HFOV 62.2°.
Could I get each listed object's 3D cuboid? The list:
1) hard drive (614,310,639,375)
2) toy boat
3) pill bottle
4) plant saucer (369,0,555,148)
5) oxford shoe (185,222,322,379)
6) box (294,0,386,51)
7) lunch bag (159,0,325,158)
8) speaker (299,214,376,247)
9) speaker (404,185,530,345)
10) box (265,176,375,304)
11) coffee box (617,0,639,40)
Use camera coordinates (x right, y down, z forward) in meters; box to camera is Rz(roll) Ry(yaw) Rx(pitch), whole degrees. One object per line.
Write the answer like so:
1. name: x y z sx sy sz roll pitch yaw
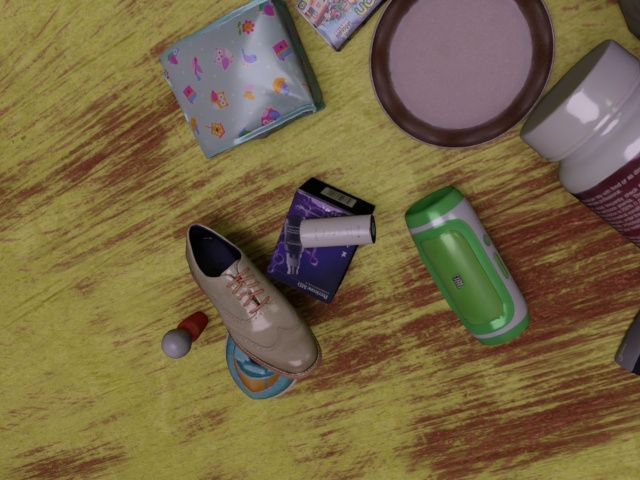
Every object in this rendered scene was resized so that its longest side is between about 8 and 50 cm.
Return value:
1. hard drive: 0.683 0.163 0.974 0.171 0.054 0.255 22 114 8
2. toy boat: -0.195 0.246 1.212 0.318 0.148 0.268 11 112 12
3. pill bottle: 0.528 -0.113 0.826 0.392 0.224 0.224 38 115 0
4. plant saucer: 0.241 -0.320 0.931 0.310 0.050 0.311 5 112 14
5. oxford shoe: -0.155 0.120 1.077 0.397 0.140 0.147 40 160 22
6. box: 0.064 -0.454 0.941 0.114 0.036 0.207 46 115 -4
7. lunch bag: -0.152 -0.296 0.997 0.262 0.160 0.224 -20 103 16
8. speaker: 0.031 -0.017 0.981 0.136 0.055 0.055 -4 108 17
9. speaker: 0.280 0.050 1.014 0.131 0.131 0.297 -29 99 24
10. box: 0.000 0.000 1.087 0.153 0.108 0.207 24 114 6
11. coffee box: 0.537 -0.398 0.590 0.334 0.338 0.338 -33 128 24
